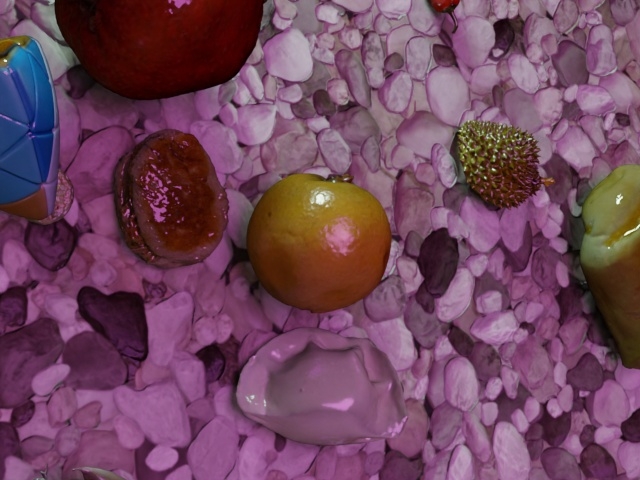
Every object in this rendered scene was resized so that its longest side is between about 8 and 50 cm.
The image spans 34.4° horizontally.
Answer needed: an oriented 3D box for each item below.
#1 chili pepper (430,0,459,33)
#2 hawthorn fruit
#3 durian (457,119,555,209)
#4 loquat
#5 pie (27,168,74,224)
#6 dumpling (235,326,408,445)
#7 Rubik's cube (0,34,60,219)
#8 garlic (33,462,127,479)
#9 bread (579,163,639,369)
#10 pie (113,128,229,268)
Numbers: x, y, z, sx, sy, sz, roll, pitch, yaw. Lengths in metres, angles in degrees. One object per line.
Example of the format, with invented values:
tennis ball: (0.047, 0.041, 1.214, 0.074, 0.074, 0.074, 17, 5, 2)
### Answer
chili pepper: (0.196, -0.438, 1.726, 0.059, 0.050, 0.191, -22, 88, -14)
hawthorn fruit: (-0.196, -0.321, 1.378, 0.307, 0.265, 0.265, -18, 93, -48)
durian: (0.324, -0.123, 1.735, 0.208, 0.102, 0.146, 21, 68, -30)
loquat: (0.000, 0.000, 1.468, 0.208, 0.208, 0.208, 4, 82, -30)
pie: (-0.366, -0.061, 1.373, 0.084, 0.021, 0.084, 7, 76, -30)
dumpling: (0.002, 0.207, 1.510, 0.252, 0.131, 0.179, 5, 61, -9)
Rubik's cube: (-0.427, -0.116, 1.277, 0.254, 0.254, 0.254, 4, 82, -30)
garlic: (-0.277, 0.413, 1.263, 0.292, 0.210, 0.237, 42, 72, -29)
bread: (0.615, 0.021, 1.824, 0.300, 0.210, 0.341, -27, 97, -32)
pie: (-0.203, -0.059, 1.436, 0.163, 0.079, 0.193, -12, 91, -34)
